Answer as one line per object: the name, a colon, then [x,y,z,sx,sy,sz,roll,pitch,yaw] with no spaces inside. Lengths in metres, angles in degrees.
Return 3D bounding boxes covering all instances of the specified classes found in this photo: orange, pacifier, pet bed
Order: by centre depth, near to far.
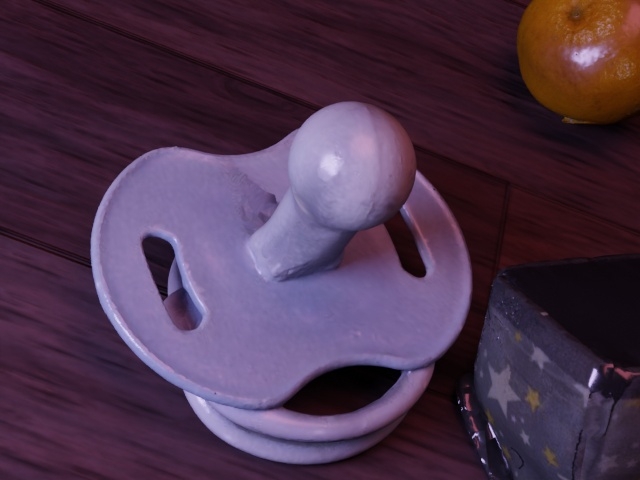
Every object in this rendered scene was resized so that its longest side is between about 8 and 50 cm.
pacifier: [0.000,0.000,1.028,0.299,0.233,0.244,-13,61,-30]
pet bed: [0.229,0.118,1.093,0.210,0.159,0.183,-4,28,-28]
orange: [0.258,-0.178,1.349,0.134,0.154,0.155,26,31,-55]
